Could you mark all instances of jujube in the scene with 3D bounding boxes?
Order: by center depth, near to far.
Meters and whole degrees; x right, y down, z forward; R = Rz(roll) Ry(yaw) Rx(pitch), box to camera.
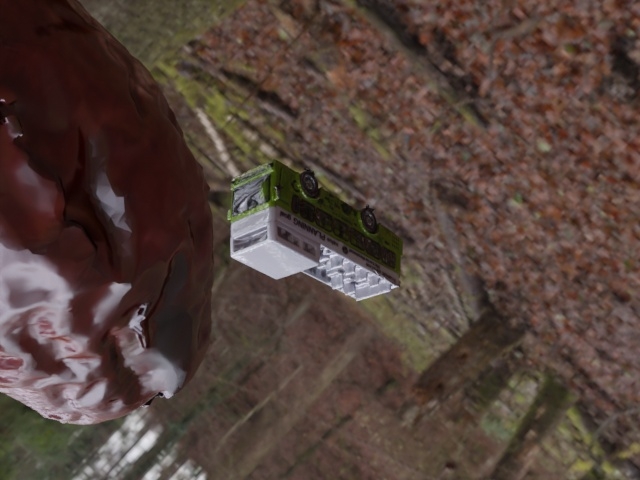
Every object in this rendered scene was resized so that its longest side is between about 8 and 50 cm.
[{"bbox_3d":[-0.161,-0.012,0.455,0.197,0.197,0.290,42,159,42],"label":"jujube"}]

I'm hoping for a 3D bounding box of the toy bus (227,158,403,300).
[{"bbox_3d":[0.000,0.000,1.238,0.113,0.139,0.302,-20,145,39],"label":"toy bus"}]
